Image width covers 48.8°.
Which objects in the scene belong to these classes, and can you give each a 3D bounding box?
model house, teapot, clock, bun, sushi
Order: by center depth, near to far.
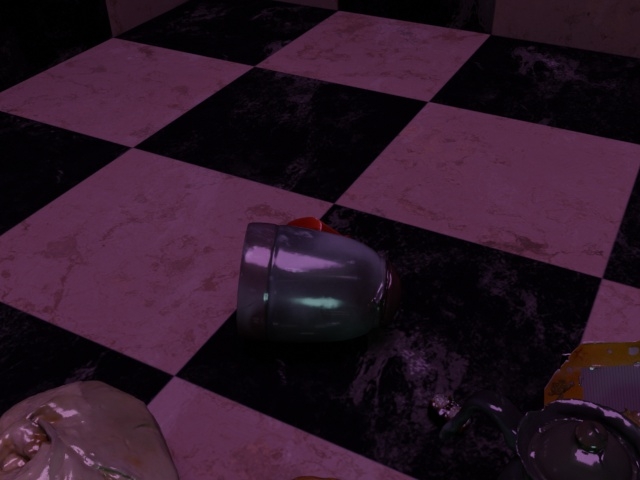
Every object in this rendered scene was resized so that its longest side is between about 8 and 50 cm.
[{"bbox_3d":[0.337,0.327,1.002,0.224,0.285,0.305,-12,39,-15],"label":"teapot"},{"bbox_3d":[-0.385,0.358,1.045,0.361,0.213,0.361,-3,37,2],"label":"bun"},{"bbox_3d":[0.485,0.268,1.234,0.220,0.207,0.136,-7,-1,8],"label":"model house"},{"bbox_3d":[0.223,0.304,1.238,0.046,0.044,0.083,-31,44,-35],"label":"sushi"},{"bbox_3d":[0.003,0.088,1.426,0.312,0.233,0.315,6,9,0],"label":"teapot"},{"bbox_3d":[0.000,0.000,1.537,0.113,0.155,0.061,-10,63,35],"label":"clock"}]

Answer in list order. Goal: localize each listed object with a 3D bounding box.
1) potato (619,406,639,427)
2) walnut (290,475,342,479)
[{"bbox_3d":[0.544,0.359,1.072,0.243,0.098,0.138,22,45,9],"label":"potato"},{"bbox_3d":[0.002,0.432,0.963,0.193,0.193,0.225,6,35,9],"label":"walnut"}]
